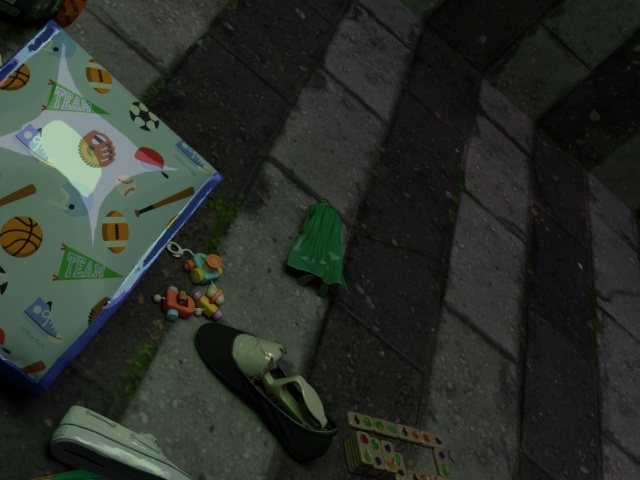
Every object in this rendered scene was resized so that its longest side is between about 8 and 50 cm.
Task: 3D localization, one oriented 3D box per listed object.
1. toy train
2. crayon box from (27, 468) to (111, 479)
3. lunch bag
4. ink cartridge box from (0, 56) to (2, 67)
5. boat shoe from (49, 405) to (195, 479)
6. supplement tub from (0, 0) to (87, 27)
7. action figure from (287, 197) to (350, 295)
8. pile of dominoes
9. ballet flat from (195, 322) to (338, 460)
[{"bbox_3d":[-0.206,0.066,1.506,0.125,0.046,0.166,27,38,-28],"label":"toy train"},{"bbox_3d":[-0.342,0.346,0.946,0.278,0.081,0.165,1,93,-48],"label":"crayon box"},{"bbox_3d":[-0.383,-0.032,1.226,0.328,0.239,0.385,41,56,-12],"label":"lunch bag"},{"bbox_3d":[-0.638,-0.288,1.323,0.278,0.117,0.201,-17,69,-54],"label":"ink cartridge box"},{"bbox_3d":[-0.238,0.283,1.204,0.226,0.083,0.076,34,36,-17],"label":"boat shoe"},{"bbox_3d":[-0.559,-0.510,1.568,0.338,0.207,0.207,22,40,-33],"label":"supplement tub"},{"bbox_3d":[0.000,0.000,1.795,0.137,0.063,0.232,30,40,-21],"label":"action figure"},{"bbox_3d":[0.151,0.391,1.574,0.251,0.040,0.196,21,41,-34],"label":"pile of dominoes"},{"bbox_3d":[-0.073,0.218,1.449,0.280,0.096,0.095,47,33,0],"label":"ballet flat"}]
